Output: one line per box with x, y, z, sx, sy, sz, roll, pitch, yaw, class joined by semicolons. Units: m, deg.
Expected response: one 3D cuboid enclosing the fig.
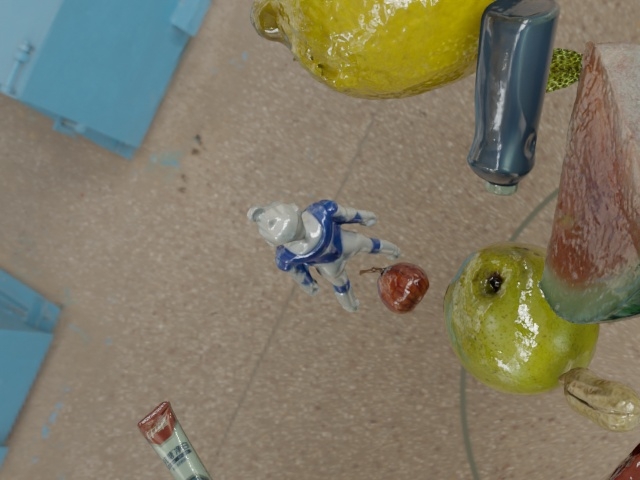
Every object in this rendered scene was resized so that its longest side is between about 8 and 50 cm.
0.179;0.102;2.097;0.150;0.128;0.128;31;94;40;fig

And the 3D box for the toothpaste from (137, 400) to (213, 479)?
-0.176;0.335;1.288;0.062;0.039;0.239;-40;68;5;toothpaste

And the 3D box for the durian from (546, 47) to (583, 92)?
0.457;-0.338;1.877;0.215;0.100;0.086;-6;87;32;durian

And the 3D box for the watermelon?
0.231;-0.028;0.632;0.207;0.136;0.202;-35;41;59;watermelon

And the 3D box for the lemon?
0.081;-0.275;0.978;0.320;0.245;0.245;-19;73;1;lemon

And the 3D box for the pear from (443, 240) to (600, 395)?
0.352;0.136;1.635;0.294;0.294;0.294;-4;79;24;pear

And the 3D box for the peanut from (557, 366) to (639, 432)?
0.427;0.240;1.402;0.080;0.080;0.174;-65;23;2;peanut

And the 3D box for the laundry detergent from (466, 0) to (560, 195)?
0.184;-0.130;0.894;0.061;0.097;0.206;19;128;26;laundry detergent

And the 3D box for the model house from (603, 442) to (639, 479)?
0.370;0.211;0.843;0.160;0.196;0.254;38;96;22;model house

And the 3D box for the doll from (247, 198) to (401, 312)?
0.000;0.000;0.960;0.114;0.227;0.057;-48;54;8;doll
